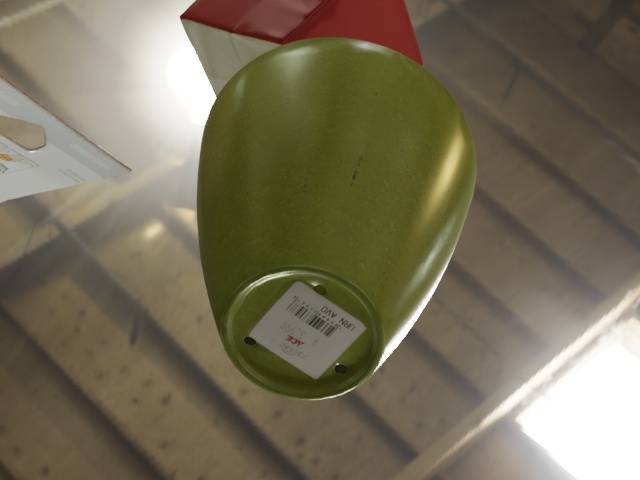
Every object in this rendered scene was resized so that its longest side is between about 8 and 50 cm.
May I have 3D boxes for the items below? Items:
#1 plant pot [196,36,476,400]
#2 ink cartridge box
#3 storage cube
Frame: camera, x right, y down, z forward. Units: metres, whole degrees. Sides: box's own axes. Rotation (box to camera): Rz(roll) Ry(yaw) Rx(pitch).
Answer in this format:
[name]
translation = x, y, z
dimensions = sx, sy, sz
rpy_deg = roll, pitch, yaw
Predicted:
[plant pot]
translation = 0.000, 0.000, 1.228
dimensions = 0.275, 0.274, 0.293
rpy_deg = 17, -149, -3
[ink cartridge box]
translation = -0.305, -0.086, 1.016
dimensions = 0.239, 0.275, 0.060
rpy_deg = -13, -106, 12
[storage cube]
translation = -0.021, -0.242, 1.654
dimensions = 0.184, 0.215, 0.193
rpy_deg = 21, -122, 39
